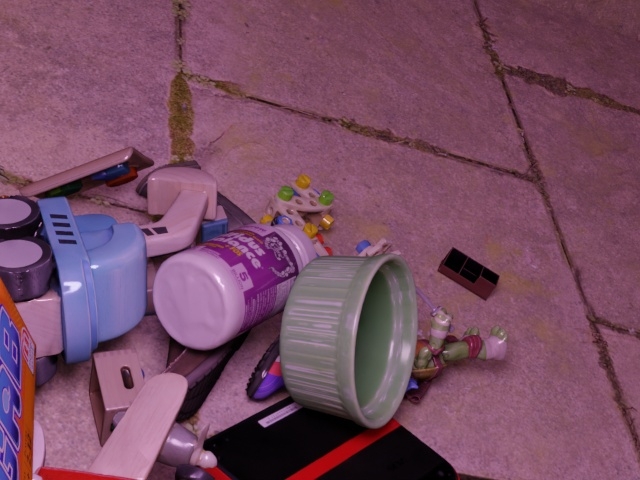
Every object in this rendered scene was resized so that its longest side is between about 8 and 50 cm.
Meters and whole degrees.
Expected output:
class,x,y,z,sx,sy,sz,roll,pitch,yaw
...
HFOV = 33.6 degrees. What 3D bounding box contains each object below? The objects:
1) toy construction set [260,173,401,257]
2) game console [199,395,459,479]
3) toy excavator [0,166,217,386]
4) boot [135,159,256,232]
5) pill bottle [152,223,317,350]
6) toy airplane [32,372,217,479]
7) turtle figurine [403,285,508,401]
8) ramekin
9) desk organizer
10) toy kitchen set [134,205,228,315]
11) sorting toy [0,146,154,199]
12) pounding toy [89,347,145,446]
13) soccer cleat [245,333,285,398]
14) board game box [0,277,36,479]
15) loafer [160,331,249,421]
class,x,y,z,sx,sy,sz,roll,pitch,yaw
toy construction set,0.000,0.000,2.178,0.215,0.151,0.327,-10,38,-42
game console,0.024,0.396,1.806,0.342,0.060,0.386,34,32,28
toy excavator,-0.351,0.025,1.789,0.445,0.222,0.433,-6,31,-20
boot,-0.249,-0.066,2.157,0.189,0.076,0.208,-24,71,-44
pill bottle,-0.134,0.065,1.821,0.169,0.169,0.301,43,32,13
toy airplane,-0.301,0.409,1.503,0.386,0.272,0.384,-28,48,-7
turtle figurine,0.224,0.169,2.106,0.266,0.198,0.275,3,51,-31
ramekin,0.050,0.166,1.849,0.148,0.304,0.303,5,31,25
desk organizer,0.336,0.074,2.394,0.130,0.050,0.047,32,39,0
toy kitchen set,-0.261,0.053,2.007,0.207,0.122,0.166,-14,55,-17
sorting toy,-0.463,-0.094,1.936,0.229,0.307,0.041,-20,89,-89
pounding toy,-0.311,0.270,1.719,0.100,0.130,0.141,-6,51,-22
soccer cleat,-0.028,0.208,1.978,0.116,0.109,0.318,39,37,3
board game box,-0.584,0.202,1.319,0.356,0.356,0.357,-11,48,-1
loafer,-0.221,0.184,1.870,0.130,0.134,0.366,29,29,4
